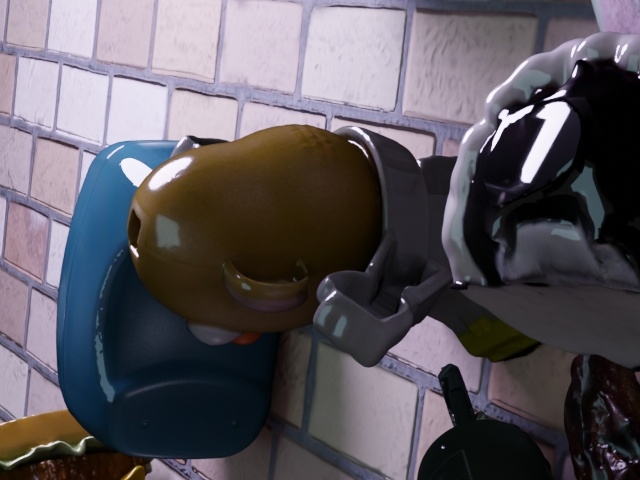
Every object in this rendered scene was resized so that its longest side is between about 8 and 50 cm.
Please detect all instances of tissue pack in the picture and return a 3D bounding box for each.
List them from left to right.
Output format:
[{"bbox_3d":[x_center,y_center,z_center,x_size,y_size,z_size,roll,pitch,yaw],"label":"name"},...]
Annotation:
[{"bbox_3d":[-0.141,0.047,1.653,0.206,0.198,0.287,34,119,58],"label":"tissue pack"}]

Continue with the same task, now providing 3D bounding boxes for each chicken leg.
[{"bbox_3d":[0.194,0.116,1.141,0.089,0.048,0.219,-42,50,50],"label":"chicken leg"}]

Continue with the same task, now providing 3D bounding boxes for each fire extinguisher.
[{"bbox_3d":[0.119,0.192,1.175,0.311,0.095,0.114,-102,-8,-69],"label":"fire extinguisher"}]

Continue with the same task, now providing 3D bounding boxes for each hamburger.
[{"bbox_3d":[-0.286,0.311,1.848,0.274,0.274,0.212,-43,60,54],"label":"hamburger"}]

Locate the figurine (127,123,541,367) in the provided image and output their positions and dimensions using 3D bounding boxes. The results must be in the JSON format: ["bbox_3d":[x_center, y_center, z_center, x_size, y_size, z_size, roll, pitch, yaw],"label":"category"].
[{"bbox_3d":[0.000,-0.002,1.283,0.342,0.285,0.167,3,88,62],"label":"figurine"}]

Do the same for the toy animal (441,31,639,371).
[{"bbox_3d":[0.191,-0.016,1.009,0.208,0.204,0.156,2,68,51],"label":"toy animal"}]

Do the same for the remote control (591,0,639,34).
[{"bbox_3d":[0.269,-0.218,1.029,0.344,0.050,0.145,-57,39,45],"label":"remote control"}]
